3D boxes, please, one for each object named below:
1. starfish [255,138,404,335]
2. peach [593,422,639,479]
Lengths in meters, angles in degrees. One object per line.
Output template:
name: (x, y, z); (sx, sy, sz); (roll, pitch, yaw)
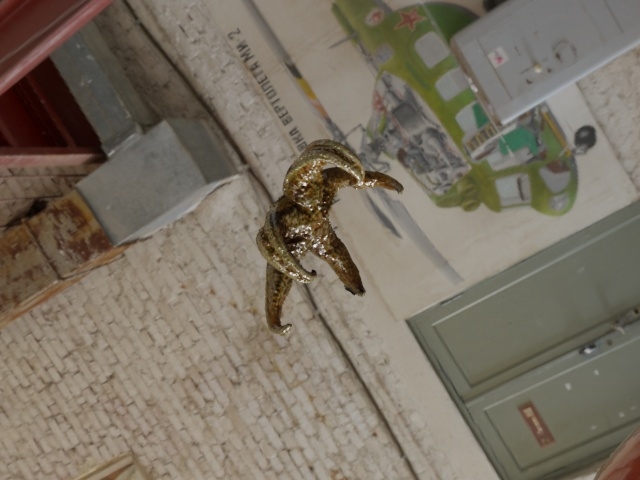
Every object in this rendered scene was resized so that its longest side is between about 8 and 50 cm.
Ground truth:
starfish: (0.000, 0.002, 0.547); (0.074, 0.189, 0.146); (23, 175, 33)
peach: (0.301, 0.211, 0.254); (0.370, 0.370, 0.370); (53, -164, -22)
